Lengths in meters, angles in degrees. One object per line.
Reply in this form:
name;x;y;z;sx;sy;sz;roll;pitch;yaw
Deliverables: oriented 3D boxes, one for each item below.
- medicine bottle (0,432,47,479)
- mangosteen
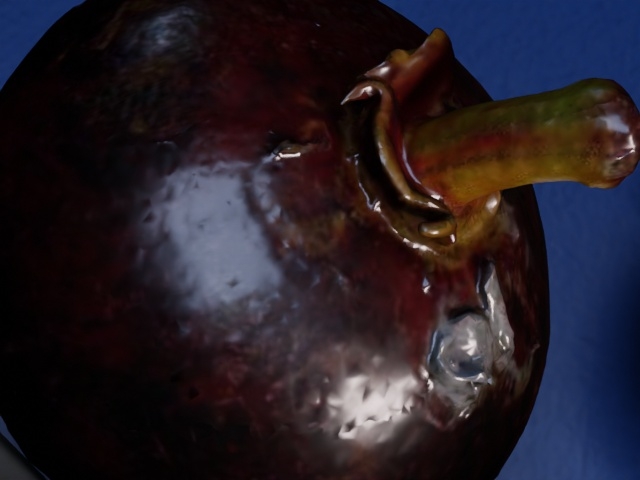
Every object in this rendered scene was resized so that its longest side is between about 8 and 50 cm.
medicine bottle;-0.249;0.198;0.558;0.282;0.123;0.375;44;78;3
mangosteen;0.000;0.000;0.582;0.235;0.261;0.235;24;53;-35
